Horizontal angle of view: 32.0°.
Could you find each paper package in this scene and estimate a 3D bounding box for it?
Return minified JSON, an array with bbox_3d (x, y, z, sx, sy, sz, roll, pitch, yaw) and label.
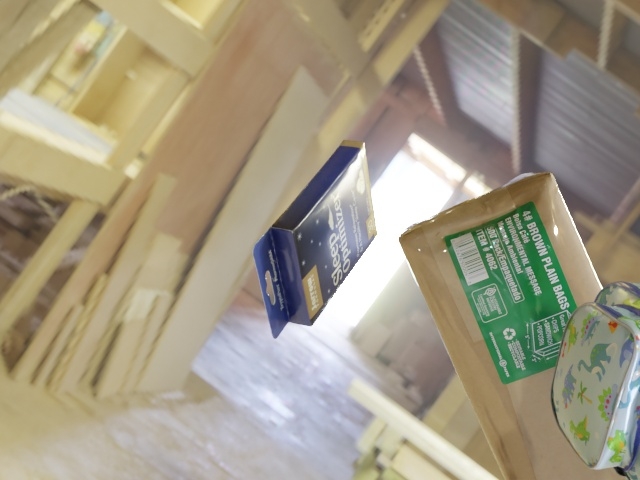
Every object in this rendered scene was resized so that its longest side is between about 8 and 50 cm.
[{"bbox_3d":[0.225,0.103,1.192,0.309,0.168,0.325,-24,91,-84],"label":"paper package"}]

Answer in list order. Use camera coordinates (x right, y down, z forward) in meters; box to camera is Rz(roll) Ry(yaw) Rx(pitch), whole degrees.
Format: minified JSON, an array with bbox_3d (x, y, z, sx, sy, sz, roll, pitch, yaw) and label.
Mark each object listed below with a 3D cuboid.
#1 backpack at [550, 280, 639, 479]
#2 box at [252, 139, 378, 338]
[{"bbox_3d":[0.177,0.075,0.616,0.084,0.105,0.114,9,13,-8],"label":"backpack"},{"bbox_3d":[0.000,0.000,1.282,0.036,0.225,0.136,11,-50,27],"label":"box"}]
